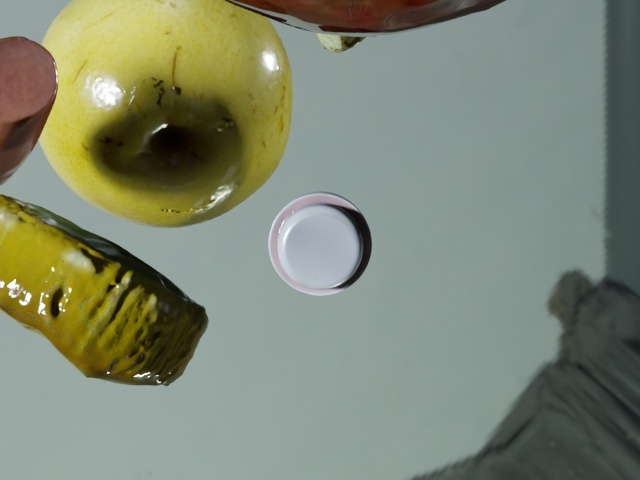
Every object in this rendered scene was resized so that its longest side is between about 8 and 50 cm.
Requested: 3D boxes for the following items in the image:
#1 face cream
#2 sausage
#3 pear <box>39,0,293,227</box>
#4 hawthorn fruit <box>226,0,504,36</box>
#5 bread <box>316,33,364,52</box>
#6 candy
[{"bbox_3d":[0.000,0.000,1.299,0.091,0.095,0.091,0,99,1],"label":"face cream"},{"bbox_3d":[-0.351,-0.123,1.538,0.113,0.114,0.259,-20,172,-27],"label":"sausage"},{"bbox_3d":[-0.203,-0.183,1.880,0.348,0.348,0.348,-22,133,-26],"label":"pear"},{"bbox_3d":[0.035,-0.255,0.816,0.308,0.324,0.308,-5,101,-27],"label":"hawthorn fruit"},{"bbox_3d":[0.042,-0.216,1.316,0.110,0.066,0.060,-31,138,-23],"label":"bread"},{"bbox_3d":[-0.232,0.051,1.419,0.260,0.260,0.118,36,84,-49],"label":"candy"}]
